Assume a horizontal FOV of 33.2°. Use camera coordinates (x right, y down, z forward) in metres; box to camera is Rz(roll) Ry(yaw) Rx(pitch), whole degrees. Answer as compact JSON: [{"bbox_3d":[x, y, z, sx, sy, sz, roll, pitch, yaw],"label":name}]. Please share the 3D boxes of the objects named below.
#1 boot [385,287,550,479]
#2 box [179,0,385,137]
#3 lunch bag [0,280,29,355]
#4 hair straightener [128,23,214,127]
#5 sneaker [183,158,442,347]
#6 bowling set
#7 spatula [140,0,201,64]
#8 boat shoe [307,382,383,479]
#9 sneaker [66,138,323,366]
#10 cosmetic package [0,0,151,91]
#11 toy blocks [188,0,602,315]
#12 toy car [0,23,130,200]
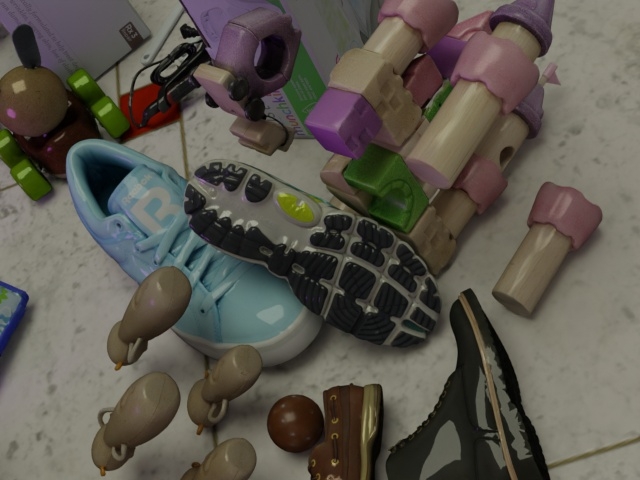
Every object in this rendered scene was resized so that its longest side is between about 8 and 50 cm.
[{"bbox_3d":[0.107,0.148,0.947,0.137,0.077,0.198,-23,49,14],"label":"boot"},{"bbox_3d":[-0.034,-0.283,1.191,0.126,0.262,0.231,0,56,24],"label":"box"},{"bbox_3d":[-0.420,0.100,1.210,0.151,0.096,0.129,10,58,14],"label":"lunch bag"},{"bbox_3d":[-0.154,-0.229,1.345,0.230,0.047,0.089,-42,53,3],"label":"hair straightener"},{"bbox_3d":[0.000,0.000,1.040,0.275,0.110,0.107,34,102,6],"label":"sneaker"},{"bbox_3d":[-0.113,0.187,0.998,0.154,0.200,0.287,-46,28,48],"label":"bowling set"},{"bbox_3d":[-0.131,-0.322,1.422,0.168,0.019,0.242,12,63,30],"label":"spatula"},{"bbox_3d":[0.018,0.205,0.942,0.060,0.064,0.178,3,51,9],"label":"boat shoe"},{"bbox_3d":[-0.156,0.004,1.115,0.366,0.150,0.135,29,73,37],"label":"sneaker"},{"bbox_3d":[-0.413,-0.390,1.473,0.156,0.217,0.385,-38,48,-4],"label":"cosmetic package"},{"bbox_3d":[0.110,-0.140,1.011,0.309,0.288,0.260,23,73,38],"label":"toy blocks"},{"bbox_3d":[-0.354,-0.172,1.305,0.155,0.188,0.149,-40,50,-6],"label":"toy car"}]
